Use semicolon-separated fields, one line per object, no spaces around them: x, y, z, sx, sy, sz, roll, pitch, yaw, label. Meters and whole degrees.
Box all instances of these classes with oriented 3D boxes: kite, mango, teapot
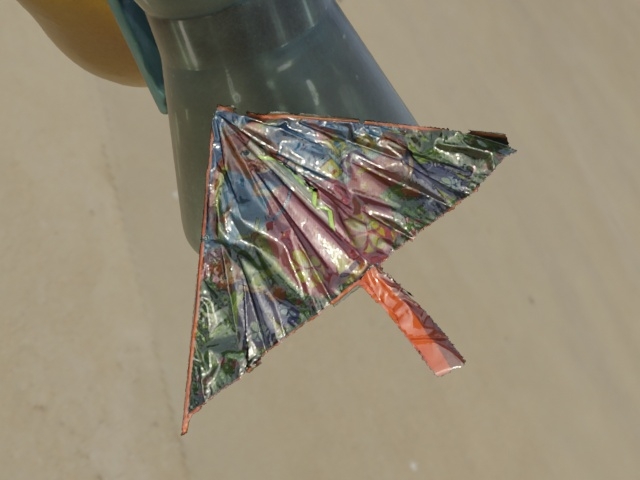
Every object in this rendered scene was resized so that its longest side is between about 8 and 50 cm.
0.000;0.000;0.648;0.189;0.232;0.009;46;-21;21;kite
-0.180;-0.231;1.168;0.254;0.176;0.139;44;37;-61;mango
-0.045;-0.104;0.834;0.171;0.203;0.225;-44;130;-32;teapot
